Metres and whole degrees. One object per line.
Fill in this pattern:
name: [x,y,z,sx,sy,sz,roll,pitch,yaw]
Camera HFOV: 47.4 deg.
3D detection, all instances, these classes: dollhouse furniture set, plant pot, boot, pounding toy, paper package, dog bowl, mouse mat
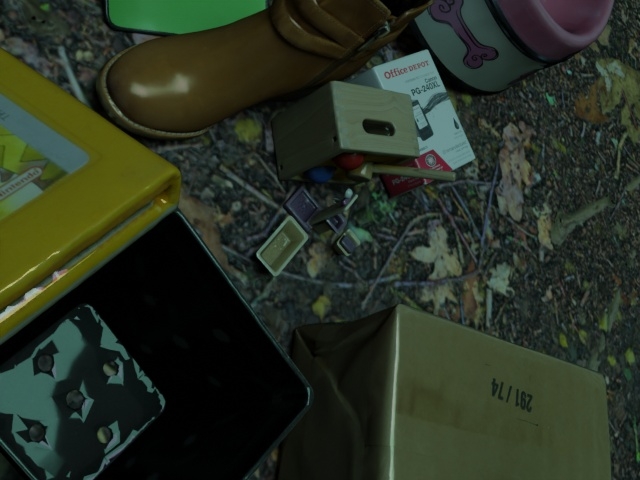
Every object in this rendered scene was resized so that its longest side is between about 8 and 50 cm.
dollhouse furniture set: [0.000,0.000,0.747,0.091,0.081,0.114,50,53,-15]
plant pot: [-0.154,0.114,0.542,0.187,0.167,0.188,-44,104,-37]
boot: [-0.045,-0.182,0.675,0.283,0.220,0.109,-12,84,-39]
pounding toy: [0.046,-0.098,0.779,0.141,0.130,0.100,1,77,-38]
paper package: [0.131,0.248,0.723,0.324,0.168,0.310,19,65,-32]
dog bowl: [0.258,-0.410,0.963,0.407,0.150,0.408,4,85,-47]
mouse mat: [-0.131,-0.283,0.745,0.189,0.007,0.153,-4,100,-40]

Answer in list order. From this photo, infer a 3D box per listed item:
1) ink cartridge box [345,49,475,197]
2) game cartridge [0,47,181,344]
ink cartridge box: [0.107,-0.144,0.883,0.109,0.063,0.151,-28,95,-39]
game cartridge: [-0.300,-0.046,0.446,0.323,0.053,0.285,35,52,14]
